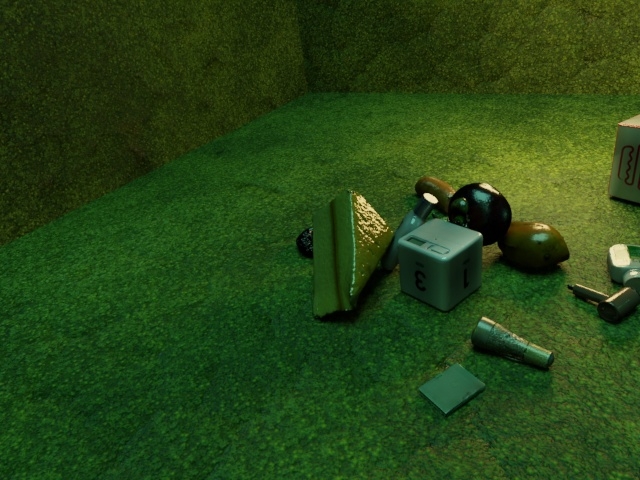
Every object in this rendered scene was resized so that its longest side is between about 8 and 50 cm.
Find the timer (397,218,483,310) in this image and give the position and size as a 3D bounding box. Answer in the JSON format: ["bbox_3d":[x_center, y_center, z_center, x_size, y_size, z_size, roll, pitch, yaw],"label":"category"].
[{"bbox_3d":[0.373,0.071,1.528,0.194,0.194,0.192,-30,35,-30],"label":"timer"}]

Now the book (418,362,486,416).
[{"bbox_3d":[0.322,0.364,1.209,0.135,0.017,0.103,-25,35,-24],"label":"book"}]

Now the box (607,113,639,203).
[{"bbox_3d":[1.304,-0.304,1.807,0.315,0.312,0.300,-23,31,-24],"label":"box"}]

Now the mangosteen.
[{"bbox_3d":[0.521,-0.076,1.628,0.216,0.216,0.216,-7,30,4],"label":"mangosteen"}]

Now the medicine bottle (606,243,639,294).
[{"bbox_3d":[0.937,0.085,1.474,0.119,0.069,0.183,6,34,20],"label":"medicine bottle"}]

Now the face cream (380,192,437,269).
[{"bbox_3d":[0.295,-0.031,1.648,0.071,0.291,0.144,30,37,1],"label":"face cream"}]

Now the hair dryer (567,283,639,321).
[{"bbox_3d":[0.795,0.158,1.401,0.117,0.063,0.182,-23,27,-24],"label":"hair dryer"}]

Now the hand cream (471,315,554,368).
[{"bbox_3d":[0.501,0.271,1.274,0.203,0.083,0.084,21,41,31],"label":"hand cream"}]

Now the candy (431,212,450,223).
[{"bbox_3d":[0.427,-0.056,1.707,0.091,0.083,0.305,36,6,23],"label":"candy"}]

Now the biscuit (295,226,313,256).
[{"bbox_3d":[0.000,0.000,1.899,0.195,0.053,0.194,-7,31,4],"label":"biscuit"}]

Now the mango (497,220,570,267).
[{"bbox_3d":[0.683,0.006,1.618,0.167,0.136,0.236,-20,23,-6],"label":"mango"}]

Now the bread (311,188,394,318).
[{"bbox_3d":[0.050,0.048,1.573,0.233,0.245,0.361,-36,13,41],"label":"bread"}]

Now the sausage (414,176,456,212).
[{"bbox_3d":[0.491,-0.204,2.072,0.109,0.108,0.270,-17,28,-14],"label":"sausage"}]
